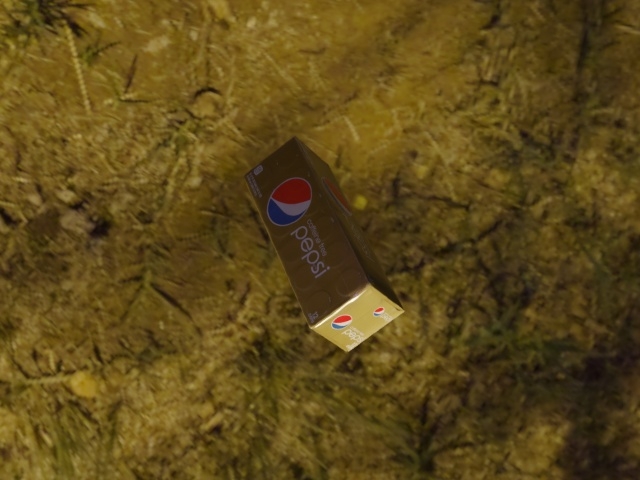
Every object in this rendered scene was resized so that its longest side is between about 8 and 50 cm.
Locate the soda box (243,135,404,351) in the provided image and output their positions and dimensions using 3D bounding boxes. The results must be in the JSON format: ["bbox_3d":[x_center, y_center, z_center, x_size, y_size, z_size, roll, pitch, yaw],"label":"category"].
[{"bbox_3d":[0.000,0.000,0.866,0.061,0.181,0.058,-37,140,13],"label":"soda box"}]
